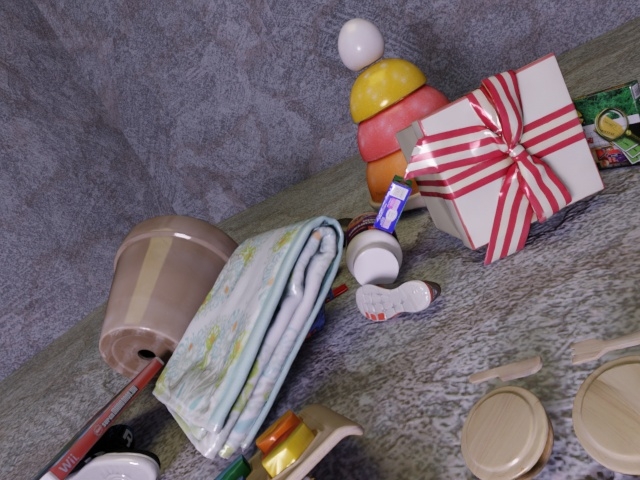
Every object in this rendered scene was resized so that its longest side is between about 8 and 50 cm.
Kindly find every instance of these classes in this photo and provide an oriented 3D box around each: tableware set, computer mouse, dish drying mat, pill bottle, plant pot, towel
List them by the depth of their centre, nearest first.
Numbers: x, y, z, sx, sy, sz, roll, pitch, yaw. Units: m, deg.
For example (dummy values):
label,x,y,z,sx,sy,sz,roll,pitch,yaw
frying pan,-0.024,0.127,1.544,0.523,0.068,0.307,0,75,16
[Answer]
label,x,y,z,sx,sy,sz,roll,pitch,yaw
tableware set,0.197,0.149,0.342,0.194,0.039,0.128,-38,19,45
towel,-0.134,0.133,0.736,0.320,0.090,0.375,-7,50,57
pill bottle,0.102,0.020,0.849,0.108,0.108,0.193,-27,16,12
dish drying mat,0.018,0.115,0.895,0.083,0.008,0.032,-31,14,-3
plant pot,-0.340,0.150,0.981,0.323,0.323,0.281,-25,32,20
computer mouse,0.000,0.000,1.199,0.184,0.060,0.262,-38,17,-30

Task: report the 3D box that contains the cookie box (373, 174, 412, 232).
label,x,y,z,sx,sy,sz,roll,pitch,yaw
cookie box,0.140,-0.073,0.830,0.107,0.040,0.092,-54,-14,-70

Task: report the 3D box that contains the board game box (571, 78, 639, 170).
label,x,y,z,sx,sy,sz,roll,pitch,yaw
board game box,0.451,-0.186,0.798,0.030,0.136,0.259,-30,13,-25

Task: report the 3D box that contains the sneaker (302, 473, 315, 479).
label,x,y,z,sx,sy,sz,roll,pitch,yaw
sneaker,0.000,0.265,0.341,0.083,0.070,0.185,-35,7,-19

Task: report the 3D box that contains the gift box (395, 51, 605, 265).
label,x,y,z,sx,sy,sz,roll,pitch,yaw
gift box,0.276,-0.126,0.745,0.276,0.255,0.258,-31,8,3

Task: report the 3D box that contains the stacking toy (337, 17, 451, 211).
label,x,y,z,sx,sy,sz,roll,pitch,yaw
stacking toy,0.194,-0.342,1.122,0.350,0.480,0.351,-28,16,9

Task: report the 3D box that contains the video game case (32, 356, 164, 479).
label,x,y,z,sx,sy,sz,roll,pitch,yaw
video game case,-0.393,0.330,0.721,0.204,0.025,0.285,-42,7,17

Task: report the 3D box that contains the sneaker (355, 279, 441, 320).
label,x,y,z,sx,sy,sz,roll,pitch,yaw
sneaker,0.126,0.094,0.703,0.064,0.061,0.157,-7,-3,-42

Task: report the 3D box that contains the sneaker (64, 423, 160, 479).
label,x,y,z,sx,sy,sz,roll,pitch,yaw
sneaker,-0.316,0.334,0.683,0.216,0.079,0.121,-26,17,22

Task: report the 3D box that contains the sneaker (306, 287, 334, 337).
label,x,y,z,sx,sy,sz,roll,pitch,yaw
sneaker,-0.033,0.146,0.762,0.083,0.087,0.221,-22,33,51

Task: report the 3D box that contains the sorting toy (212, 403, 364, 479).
label,x,y,z,sx,sy,sz,roll,pitch,yaw
sorting toy,-0.065,0.243,0.462,0.208,0.038,0.193,-34,-6,-18
